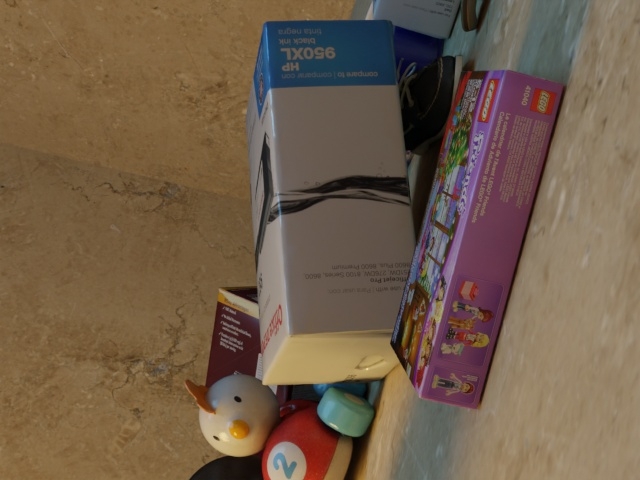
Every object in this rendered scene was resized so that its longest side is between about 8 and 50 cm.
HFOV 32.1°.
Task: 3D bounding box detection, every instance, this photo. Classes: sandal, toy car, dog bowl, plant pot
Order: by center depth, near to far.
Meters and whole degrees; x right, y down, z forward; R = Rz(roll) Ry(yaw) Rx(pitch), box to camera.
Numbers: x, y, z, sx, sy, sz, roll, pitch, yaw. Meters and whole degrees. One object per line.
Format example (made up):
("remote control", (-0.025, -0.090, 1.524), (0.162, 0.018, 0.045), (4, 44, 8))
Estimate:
("sandal", (0.195, -0.336, 1.333), (0.072, 0.049, 0.180), (-75, -13, -55))
("toy car", (-0.083, 0.258, 1.513), (0.219, 0.238, 0.210), (-64, 7, 8))
("dog bowl", (0.103, -0.238, 1.711), (0.265, 0.104, 0.264), (-167, 90, -84))
("plant pot", (-0.133, 0.471, 1.751), (0.230, 0.215, 0.215), (-90, 14, -86))

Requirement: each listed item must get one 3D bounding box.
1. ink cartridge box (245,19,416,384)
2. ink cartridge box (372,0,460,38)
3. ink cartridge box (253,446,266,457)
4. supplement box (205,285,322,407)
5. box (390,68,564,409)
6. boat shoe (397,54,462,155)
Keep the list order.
("ink cartridge box", (0.006, -0.036, 1.398), (0.285, 0.166, 0.394), (114, 152, -70))
("ink cartridge box", (0.161, -0.456, 1.561), (0.201, 0.117, 0.278), (-84, 9, -55))
("ink cartridge box", (-0.066, 0.305, 2.022), (0.128, 0.127, 0.176), (156, 126, -84))
("supplement box", (-0.064, 0.186, 1.718), (0.191, 0.129, 0.194), (19, 104, 44))
("box", (0.137, -0.012, 1.040), (0.201, 0.057, 0.293), (-118, 42, -81))
("boat shoe", (0.127, -0.180, 1.453), (0.254, 0.079, 0.095), (132, 152, -79))
